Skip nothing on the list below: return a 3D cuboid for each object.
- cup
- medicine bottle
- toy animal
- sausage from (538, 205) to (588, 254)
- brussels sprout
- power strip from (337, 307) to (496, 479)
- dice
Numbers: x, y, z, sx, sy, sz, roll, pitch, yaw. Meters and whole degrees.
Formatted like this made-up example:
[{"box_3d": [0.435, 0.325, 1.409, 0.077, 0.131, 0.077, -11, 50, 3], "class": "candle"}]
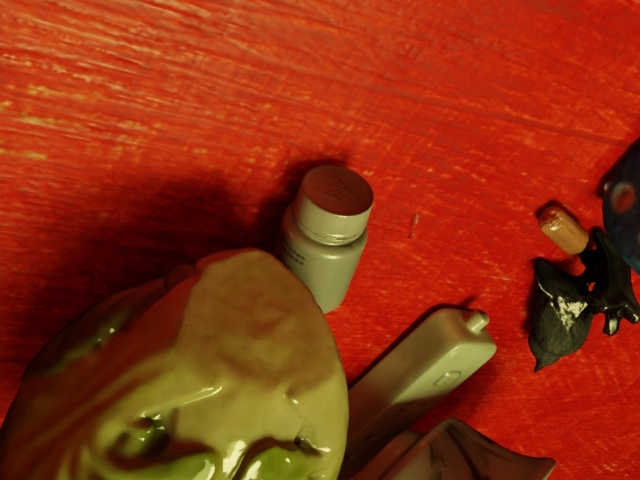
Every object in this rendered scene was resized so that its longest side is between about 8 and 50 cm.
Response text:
[{"box_3d": [0.111, 0.344, 1.097, 0.347, 0.163, 0.347, -43, 162, -18], "class": "cup"}, {"box_3d": [0.000, 0.000, 0.826, 0.080, 0.080, 0.130, -4, 138, -24], "class": "medicine bottle"}, {"box_3d": [0.281, 0.090, 1.079, 0.117, 0.121, 0.210, 15, 138, -15], "class": "toy animal"}, {"box_3d": [0.266, -0.011, 0.992, 0.034, 0.034, 0.083, -39, 139, 19], "class": "sausage"}, {"box_3d": [-0.122, 0.167, 0.800, 0.289, 0.281, 0.354, 15, 131, -25], "class": "brussels sprout"}, {"box_3d": [0.077, 0.211, 1.138, 0.091, 0.062, 0.385, 13, 130, -42], "class": "power strip"}, {"box_3d": [0.396, -0.033, 0.944, 0.147, 0.143, 0.146, 7, 133, -34], "class": "dice"}]
